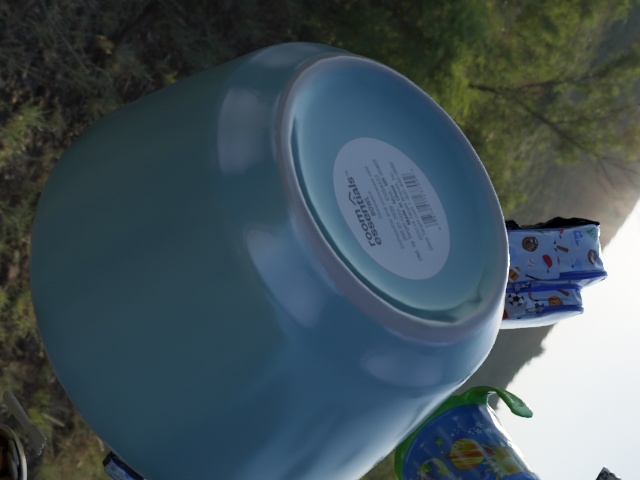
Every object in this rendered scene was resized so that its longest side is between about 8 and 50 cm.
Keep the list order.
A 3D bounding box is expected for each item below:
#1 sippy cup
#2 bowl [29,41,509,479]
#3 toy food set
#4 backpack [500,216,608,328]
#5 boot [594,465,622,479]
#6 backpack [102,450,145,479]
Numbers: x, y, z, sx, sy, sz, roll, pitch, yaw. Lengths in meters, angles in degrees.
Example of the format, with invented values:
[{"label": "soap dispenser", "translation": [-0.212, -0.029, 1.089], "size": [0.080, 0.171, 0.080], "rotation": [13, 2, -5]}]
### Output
[{"label": "sippy cup", "translation": [0.289, 0.442, 1.270], "size": [0.240, 0.224, 0.305], "rotation": [-20, 116, -16]}, {"label": "bowl", "translation": [0.000, 0.000, 0.439], "size": [0.163, 0.311, 0.311], "rotation": [-34, -167, 43]}, {"label": "toy food set", "translation": [-0.428, 0.304, 0.902], "size": [0.038, 0.132, 0.192], "rotation": [3, 115, -52]}, {"label": "backpack", "translation": [0.390, 0.056, 1.277], "size": [0.276, 0.263, 0.213], "rotation": [128, -51, -81]}, {"label": "boot", "translation": [0.512, 0.496, 1.144], "size": [0.085, 0.178, 0.236], "rotation": [-32, 141, -42]}, {"label": "backpack", "translation": [-0.490, 0.575, 1.770], "size": [0.084, 0.114, 0.105], "rotation": [-50, 178, 34]}]
